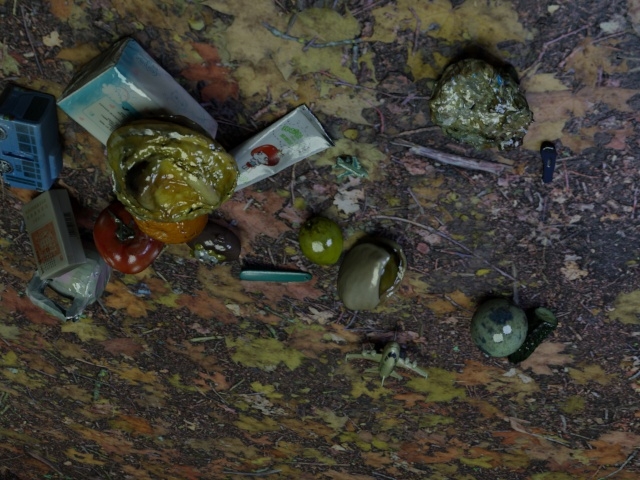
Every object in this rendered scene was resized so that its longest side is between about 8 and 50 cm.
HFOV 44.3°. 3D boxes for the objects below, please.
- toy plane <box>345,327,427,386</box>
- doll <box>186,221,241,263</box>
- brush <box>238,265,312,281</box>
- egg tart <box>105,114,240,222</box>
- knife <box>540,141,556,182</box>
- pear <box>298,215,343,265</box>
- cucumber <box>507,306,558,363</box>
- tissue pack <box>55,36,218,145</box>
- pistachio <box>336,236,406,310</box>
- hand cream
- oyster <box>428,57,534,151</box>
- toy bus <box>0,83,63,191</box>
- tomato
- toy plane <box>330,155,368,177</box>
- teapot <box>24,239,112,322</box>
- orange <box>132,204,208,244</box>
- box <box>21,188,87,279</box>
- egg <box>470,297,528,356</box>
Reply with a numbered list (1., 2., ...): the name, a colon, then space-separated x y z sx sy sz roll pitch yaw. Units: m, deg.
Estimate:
1. toy plane: 0.194 0.340 2.239 0.242 0.104 0.256 13 143 4
2. doll: -0.271 0.021 1.985 0.145 0.096 0.188 18 153 6
3. brush: -0.118 0.086 2.075 0.193 0.032 0.043 1 138 -3
4. egg tart: -0.308 -0.118 1.593 0.297 0.132 0.297 1 142 1
5. knife: 0.460 -0.153 1.593 0.031 0.018 0.121 -3 141 10
6. pear: 0.000 0.000 1.866 0.107 0.107 0.131 -10 125 28
7. cucumber: 0.540 0.256 2.048 0.077 0.077 0.265 16 142 -3
8. tissue pack: -0.370 -0.263 1.619 0.201 0.124 0.271 -19 131 35
9. pistachio: 0.121 0.081 1.905 0.153 0.138 0.238 52 138 7
10. hand cream: -0.129 -0.182 1.710 0.336 0.076 0.121 -24 131 30
11. oyster: 0.301 -0.248 1.466 0.198 0.092 0.260 13 146 6
12. toy bus: -0.656 -0.221 1.768 0.133 0.116 0.234 12 141 -3
13. tomato: -0.476 -0.006 1.950 0.187 0.187 0.151 17 165 -5
14. toy plane: 0.066 -0.158 1.697 0.083 0.033 0.080 18 142 -18
15. teapot: -0.674 0.101 2.111 0.178 0.221 0.163 18 172 1
16. orange: -0.345 -0.083 1.812 0.193 0.161 0.193 21 152 12
17. box: -0.672 -0.016 1.981 0.141 0.201 0.058 -21 174 38
18. egg: 0.447 0.224 1.982 0.141 0.141 0.182 11 151 3
